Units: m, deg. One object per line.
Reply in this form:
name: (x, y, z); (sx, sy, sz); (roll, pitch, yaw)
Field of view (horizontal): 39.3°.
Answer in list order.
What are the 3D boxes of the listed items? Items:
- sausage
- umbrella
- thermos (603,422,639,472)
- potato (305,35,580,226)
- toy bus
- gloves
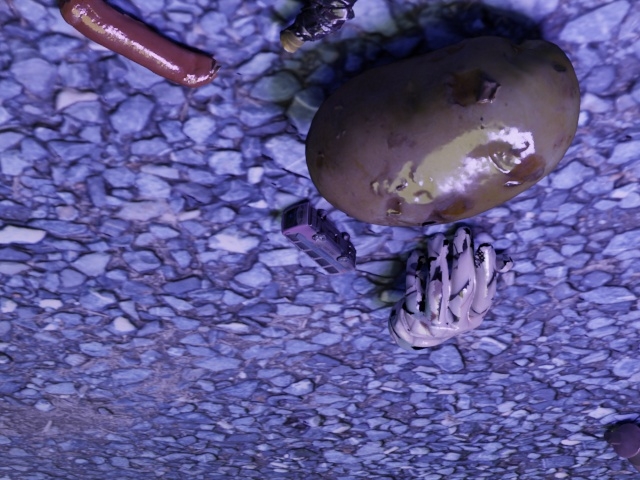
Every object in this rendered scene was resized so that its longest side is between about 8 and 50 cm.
sausage: (-0.161, -0.179, 0.809); (0.157, 0.036, 0.042); (23, 152, -34)
umbrella: (0.018, -0.208, 0.766); (0.040, 0.037, 0.144); (44, 130, -16)
thermos: (0.621, 0.401, 1.699); (0.193, 0.105, 0.137); (25, 171, -29)
potato: (0.113, -0.098, 0.839); (0.262, 0.165, 0.165); (-20, 143, 19)
toy bus: (0.000, 0.000, 1.096); (0.052, 0.037, 0.130); (-13, 147, 27)
gloves: (0.166, 0.071, 1.152); (0.127, 0.111, 0.212); (14, 153, -13)
